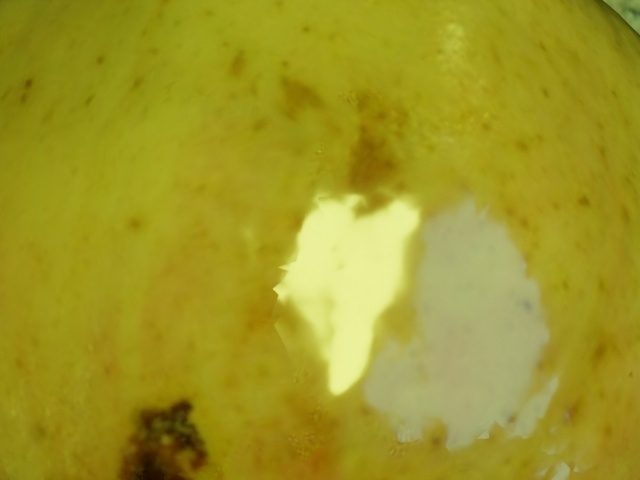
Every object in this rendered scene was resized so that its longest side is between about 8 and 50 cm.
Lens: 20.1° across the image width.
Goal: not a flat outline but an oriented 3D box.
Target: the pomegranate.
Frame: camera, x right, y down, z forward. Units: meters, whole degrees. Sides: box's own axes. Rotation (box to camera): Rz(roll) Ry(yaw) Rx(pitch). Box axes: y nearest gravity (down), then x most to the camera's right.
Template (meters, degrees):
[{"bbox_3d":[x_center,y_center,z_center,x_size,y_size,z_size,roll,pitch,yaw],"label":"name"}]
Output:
[{"bbox_3d":[0.000,0.000,0.696,0.342,0.342,0.342,-17,113,-44],"label":"pomegranate"}]
